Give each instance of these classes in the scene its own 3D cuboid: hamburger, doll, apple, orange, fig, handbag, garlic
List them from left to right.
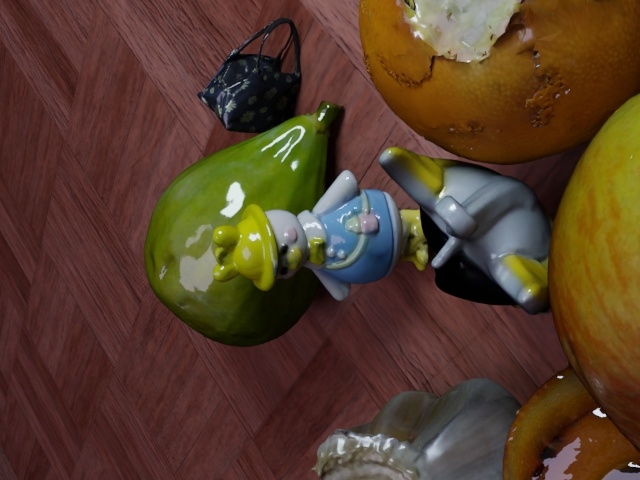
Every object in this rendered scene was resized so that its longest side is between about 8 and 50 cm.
[{"bbox_3d":[-0.098,-0.027,1.074,0.233,0.233,0.314,17,101,46],"label":"fig"},{"bbox_3d":[-0.069,-0.203,1.035,0.072,0.115,0.139,43,119,31],"label":"handbag"},{"bbox_3d":[0.000,0.001,0.934,0.135,0.241,0.099,112,146,-57],"label":"doll"},{"bbox_3d":[0.128,0.253,0.899,0.237,0.292,0.210,-25,74,30],"label":"garlic"},{"bbox_3d":[0.143,0.007,0.717,0.103,0.316,0.145,-20,74,13],"label":"doll"},{"bbox_3d":[0.146,-0.175,0.656,0.240,0.240,0.240,26,125,43],"label":"orange"},{"bbox_3d":[0.265,0.204,0.729,0.237,0.147,0.237,1,92,22],"label":"hamburger"},{"bbox_3d":[0.292,0.009,0.538,0.301,0.301,0.301,26,125,43],"label":"apple"}]
